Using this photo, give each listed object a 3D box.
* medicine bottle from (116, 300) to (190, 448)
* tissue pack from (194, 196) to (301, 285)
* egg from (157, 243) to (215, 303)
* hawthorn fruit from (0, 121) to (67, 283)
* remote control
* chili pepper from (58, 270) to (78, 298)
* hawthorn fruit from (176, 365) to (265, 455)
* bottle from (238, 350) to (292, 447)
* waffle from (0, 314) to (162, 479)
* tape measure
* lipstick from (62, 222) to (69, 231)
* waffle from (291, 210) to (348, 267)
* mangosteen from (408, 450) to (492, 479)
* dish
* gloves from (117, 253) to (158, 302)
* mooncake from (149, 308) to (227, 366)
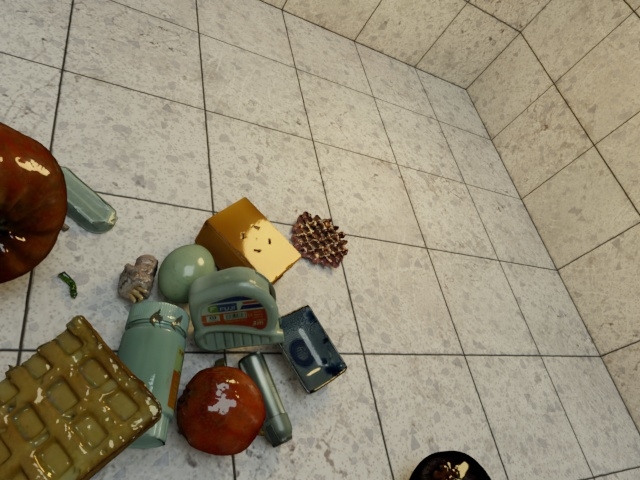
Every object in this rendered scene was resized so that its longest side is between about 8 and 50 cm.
[{"bbox_3d":[-0.417,0.322,1.139,0.158,0.158,0.318,19,48,-24],"label":"medicine bottle"},{"bbox_3d":[-0.232,0.029,1.512,0.274,0.145,0.194,47,45,3],"label":"tissue pack"},{"bbox_3d":[-0.379,0.093,1.347,0.149,0.149,0.192,36,40,-8],"label":"egg"},{"bbox_3d":[-0.801,-0.097,1.051,0.402,0.403,0.403,19,48,-23],"label":"hawthorn fruit"},{"bbox_3d":[-0.696,-0.120,1.355,0.247,0.052,0.104,41,45,-6],"label":"remote control"},{"bbox_3d":[-0.651,0.115,1.228,0.083,0.022,0.027,53,11,11],"label":"chili pepper"},{"bbox_3d":[-0.228,0.430,1.174,0.253,0.205,0.205,33,43,-24],"label":"hawthorn fruit"},{"bbox_3d":[-0.153,0.433,1.295,0.254,0.079,0.096,64,6,20],"label":"bottle"},{"bbox_3d":[-0.539,0.368,0.956,0.304,0.077,0.348,43,67,15],"label":"waffle"},{"bbox_3d":[-0.228,0.188,1.291,0.243,0.246,0.125,-6,29,-10],"label":"tape measure"},{"bbox_3d":[-0.735,-0.060,1.301,0.094,0.019,0.019,39,43,-5],"label":"lipstick"},{"bbox_3d":[0.000,0.000,1.769,0.234,0.055,0.221,23,48,-13],"label":"waffle"},{"bbox_3d":[0.377,0.765,1.340,0.275,0.275,0.302,-48,127,-47],"label":"mangosteen"},{"bbox_3d":[-0.054,0.339,1.447,0.182,0.080,0.243,-20,71,-43],"label":"dish"},{"bbox_3d":[-0.499,0.102,1.294,0.094,0.110,0.144,24,17,-9],"label":"gloves"},{"bbox_3d":[-0.304,0.265,1.178,0.150,0.057,0.347,39,-17,53],"label":"mooncake"}]
